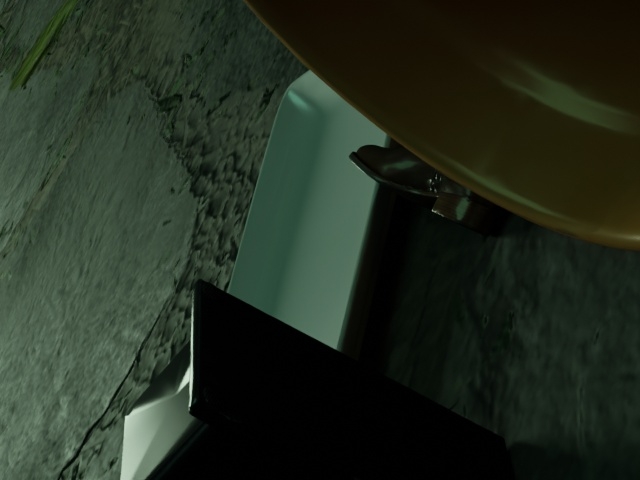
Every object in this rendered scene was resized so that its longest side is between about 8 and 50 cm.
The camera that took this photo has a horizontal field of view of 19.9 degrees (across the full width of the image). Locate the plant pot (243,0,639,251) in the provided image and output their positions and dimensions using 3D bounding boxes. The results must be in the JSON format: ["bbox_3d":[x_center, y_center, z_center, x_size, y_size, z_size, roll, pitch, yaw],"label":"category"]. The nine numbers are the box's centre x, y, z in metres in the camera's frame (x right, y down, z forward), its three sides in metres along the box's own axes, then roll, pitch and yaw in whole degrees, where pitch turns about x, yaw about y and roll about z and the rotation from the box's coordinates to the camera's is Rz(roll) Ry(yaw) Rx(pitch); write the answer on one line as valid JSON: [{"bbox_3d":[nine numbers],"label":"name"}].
[{"bbox_3d":[0.096,-0.164,0.700,0.203,0.291,0.291,-50,20,-16],"label":"plant pot"}]

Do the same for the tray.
[{"bbox_3d":[0.000,0.000,0.990,0.145,0.030,0.270,-32,36,50],"label":"tray"}]

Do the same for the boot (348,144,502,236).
[{"bbox_3d":[0.074,-0.068,0.889,0.106,0.037,0.114,28,93,44],"label":"boot"}]

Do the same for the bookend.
[{"bbox_3d":[-0.028,0.120,0.746,0.156,0.157,0.072,-47,26,28],"label":"bookend"}]
